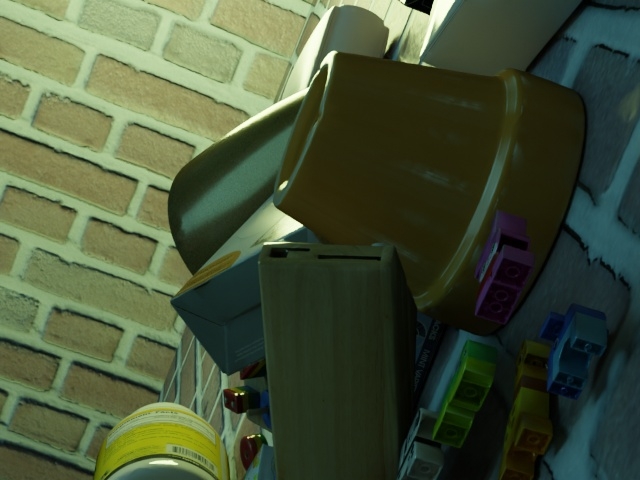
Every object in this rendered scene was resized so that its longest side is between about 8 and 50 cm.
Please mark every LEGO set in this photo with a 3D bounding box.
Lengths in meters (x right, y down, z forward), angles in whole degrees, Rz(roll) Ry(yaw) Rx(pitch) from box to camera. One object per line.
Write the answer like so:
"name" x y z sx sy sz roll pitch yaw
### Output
"LEGO set" 0.119 0.077 0.908 0.093 0.087 0.227 -76 4 -51

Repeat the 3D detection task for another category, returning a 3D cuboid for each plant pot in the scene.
"plant pot" 0.072 -0.053 1.116 0.205 0.188 0.205 -160 90 -81
"plant pot" 0.002 -0.067 1.547 0.254 0.237 0.237 -44 24 39

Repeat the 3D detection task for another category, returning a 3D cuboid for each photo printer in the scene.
"photo printer" -0.010 -0.147 2.061 0.256 0.107 0.307 128 160 -62

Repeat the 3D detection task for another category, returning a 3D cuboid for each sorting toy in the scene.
"sorting toy" -0.080 0.155 1.728 0.132 0.046 0.274 -166 71 -65

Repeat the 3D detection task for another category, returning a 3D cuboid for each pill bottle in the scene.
"pill bottle" -0.214 0.335 1.956 0.334 0.188 0.188 -115 46 -78

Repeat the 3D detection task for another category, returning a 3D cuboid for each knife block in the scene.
"knife block" 0.016 0.146 1.015 0.275 0.088 0.242 63 -152 -72

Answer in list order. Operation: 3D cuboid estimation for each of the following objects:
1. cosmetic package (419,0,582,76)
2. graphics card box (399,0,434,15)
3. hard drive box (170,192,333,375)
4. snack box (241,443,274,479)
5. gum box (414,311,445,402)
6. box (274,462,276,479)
"cosmetic package" 0.211 -0.358 1.256 0.284 0.097 0.377 122 165 -63
"graphics card box" 0.153 -0.376 1.647 0.371 0.094 0.232 -103 35 -76
"hard drive box" 0.000 0.000 1.312 0.181 0.089 0.232 -28 13 37
"snack box" -0.076 0.318 1.652 0.141 0.037 0.100 -81 16 -46
"gum box" 0.069 0.077 1.316 0.184 0.041 0.157 -132 63 -79
"box" -0.005 0.178 1.303 0.232 0.059 0.183 -114 26 -74
